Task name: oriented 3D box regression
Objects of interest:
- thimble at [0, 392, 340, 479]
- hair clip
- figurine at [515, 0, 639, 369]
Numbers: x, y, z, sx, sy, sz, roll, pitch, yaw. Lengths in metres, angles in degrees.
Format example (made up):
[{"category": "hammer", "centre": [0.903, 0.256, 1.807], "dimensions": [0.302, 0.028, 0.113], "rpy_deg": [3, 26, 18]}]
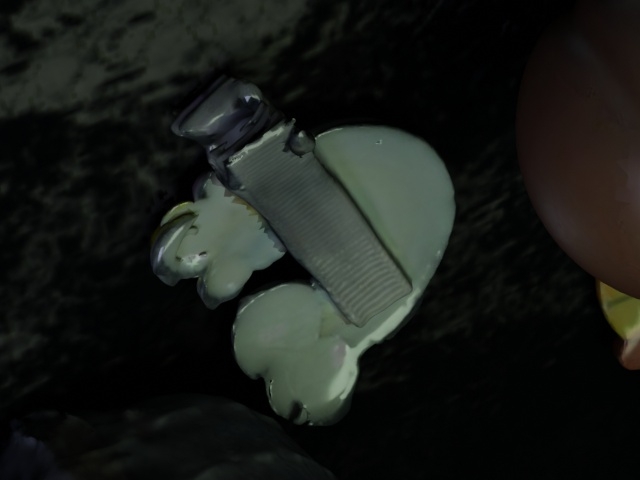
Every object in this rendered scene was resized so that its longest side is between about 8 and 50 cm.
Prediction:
[{"category": "thimble", "centre": [-0.060, 0.185, 0.769], "dimensions": [0.205, 0.172, 0.236], "rpy_deg": [-21, 134, -27]}, {"category": "hair clip", "centre": [0.000, 0.000, 0.749], "dimensions": [0.116, 0.049, 0.172], "rpy_deg": [-36, 139, 2]}, {"category": "figurine", "centre": [0.240, -0.013, 0.777], "dimensions": [0.276, 0.248, 0.388], "rpy_deg": [-17, 134, 11]}]
